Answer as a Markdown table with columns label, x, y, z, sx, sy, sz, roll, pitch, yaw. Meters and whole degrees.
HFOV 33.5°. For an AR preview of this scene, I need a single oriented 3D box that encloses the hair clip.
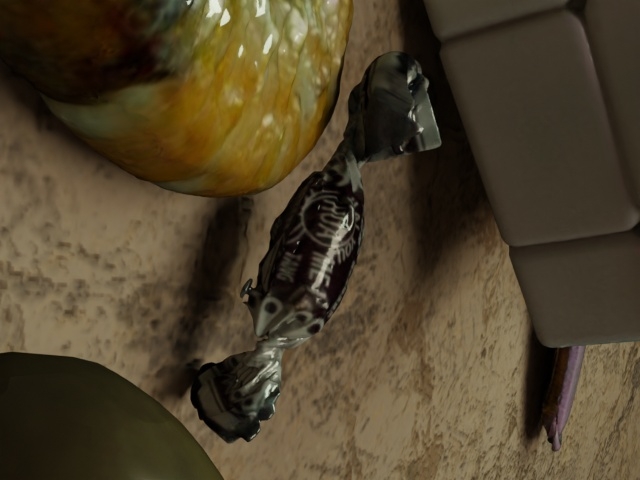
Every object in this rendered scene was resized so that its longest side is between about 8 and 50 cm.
| label | x | y | z | sx | sy | sz | roll | pitch | yaw |
| --- | --- | --- | --- | --- | --- | --- | --- | --- | --- |
| hair clip | 0.252 | 0.067 | 1.072 | 0.096 | 0.110 | 0.358 | -19 | 131 | -12 |

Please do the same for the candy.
| label | x | y | z | sx | sy | sz | roll | pitch | yaw |
| --- | --- | --- | --- | --- | --- | --- | --- | --- | --- |
| candy | 0.000 | 0.000 | 0.546 | 0.226 | 0.051 | 0.094 | -61 | -170 | -15 |

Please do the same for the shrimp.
| label | x | y | z | sx | sy | sz | roll | pitch | yaw |
| --- | --- | --- | --- | --- | --- | --- | --- | --- | --- |
| shrimp | -0.067 | -0.178 | 0.380 | 0.445 | 0.085 | 0.272 | 36 | 65 | -63 |

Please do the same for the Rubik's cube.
| label | x | y | z | sx | sy | sz | roll | pitch | yaw |
| --- | --- | --- | --- | --- | --- | --- | --- | --- | --- |
| Rubik's cube | 0.295 | -0.143 | 0.729 | 0.322 | 0.316 | 0.318 | -40 | 113 | -51 |

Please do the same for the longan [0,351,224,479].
| label | x | y | z | sx | sy | sz | roll | pitch | yaw |
| --- | --- | --- | --- | --- | --- | --- | --- | --- | --- |
| longan | -0.101 | 0.132 | 0.349 | 0.189 | 0.189 | 0.189 | -31 | 127 | -54 |
